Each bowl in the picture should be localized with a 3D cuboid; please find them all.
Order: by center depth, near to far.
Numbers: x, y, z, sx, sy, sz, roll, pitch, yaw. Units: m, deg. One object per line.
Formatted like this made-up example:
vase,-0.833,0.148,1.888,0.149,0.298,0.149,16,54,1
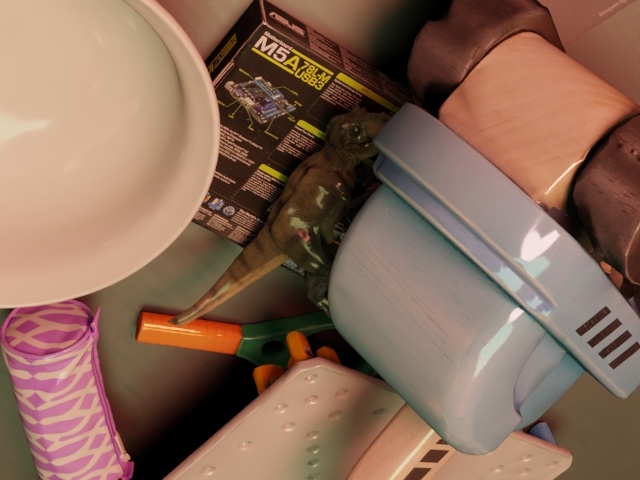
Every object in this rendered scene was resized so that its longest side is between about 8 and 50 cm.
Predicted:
bowl,-0.222,-0.103,0.896,0.297,0.134,0.298,-5,130,-6

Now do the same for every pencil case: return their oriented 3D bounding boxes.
pencil case,-0.222,0.144,1.137,0.088,0.086,0.206,2,132,9

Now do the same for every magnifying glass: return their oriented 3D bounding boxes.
magnifying glass,-0.052,0.094,1.166,0.230,0.026,0.092,11,128,-17

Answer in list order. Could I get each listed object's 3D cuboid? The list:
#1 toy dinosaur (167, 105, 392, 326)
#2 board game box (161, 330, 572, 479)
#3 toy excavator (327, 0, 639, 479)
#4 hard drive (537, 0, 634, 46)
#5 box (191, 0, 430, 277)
toy dinosaur,0.000,0.000,1.015,0.118,0.064,0.268,30,122,-20
board game box,-0.011,0.261,1.251,0.390,0.050,0.390,24,123,-41
toy excavator,0.107,0.095,0.977,0.445,0.222,0.433,-46,146,3
hard drive,0.168,-0.206,0.948,0.094,0.022,0.135,-32,128,17
box,-0.025,-0.072,1.017,0.190,0.045,0.184,27,119,-28
